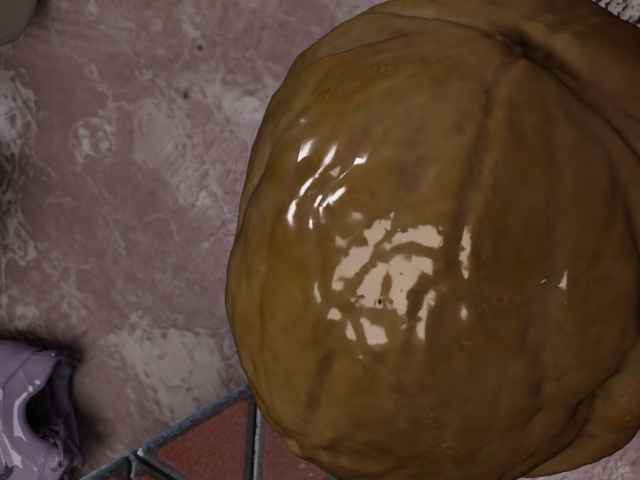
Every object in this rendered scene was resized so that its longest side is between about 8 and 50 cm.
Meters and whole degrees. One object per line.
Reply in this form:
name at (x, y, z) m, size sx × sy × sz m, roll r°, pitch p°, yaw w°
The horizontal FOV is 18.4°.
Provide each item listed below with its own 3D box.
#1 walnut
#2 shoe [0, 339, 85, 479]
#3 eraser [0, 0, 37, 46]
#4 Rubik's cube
walnut at (0.086, 0.007, 1.186) m, size 0.332 × 0.333 × 0.333 m, roll 13°, pitch 116°, yaw 27°
shoe at (-0.242, 0.191, 1.596) m, size 0.137 × 0.095 × 0.245 m, roll -4°, pitch 101°, yaw 36°
eraser at (-0.334, -0.304, 1.371) m, size 0.150 × 0.331 × 0.331 m, roll 3°, pitch 112°, yaw 32°
Rubik's cube at (-0.076, 0.201, 1.431) m, size 0.233 × 0.229 × 0.228 m, roll 4°, pitch 135°, yaw 9°
